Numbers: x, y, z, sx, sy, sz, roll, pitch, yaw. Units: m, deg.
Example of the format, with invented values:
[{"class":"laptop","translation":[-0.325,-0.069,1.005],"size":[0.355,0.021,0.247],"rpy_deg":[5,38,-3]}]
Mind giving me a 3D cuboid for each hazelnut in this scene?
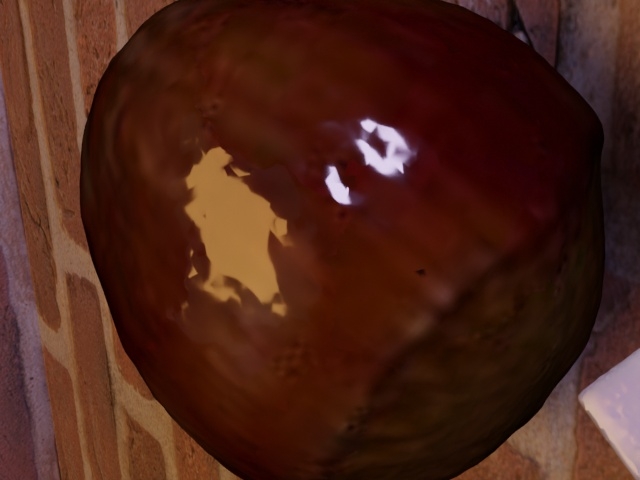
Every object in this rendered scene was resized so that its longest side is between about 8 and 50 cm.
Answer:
[{"class":"hazelnut","translation":[0.000,0.000,0.753],"size":[0.421,0.353,0.421],"rpy_deg":[27,164,9]}]

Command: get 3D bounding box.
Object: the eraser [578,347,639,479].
[{"class":"eraser","translation":[0.314,0.188,0.468],"size":[0.397,0.213,0.082],"rpy_deg":[56,135,22]}]
